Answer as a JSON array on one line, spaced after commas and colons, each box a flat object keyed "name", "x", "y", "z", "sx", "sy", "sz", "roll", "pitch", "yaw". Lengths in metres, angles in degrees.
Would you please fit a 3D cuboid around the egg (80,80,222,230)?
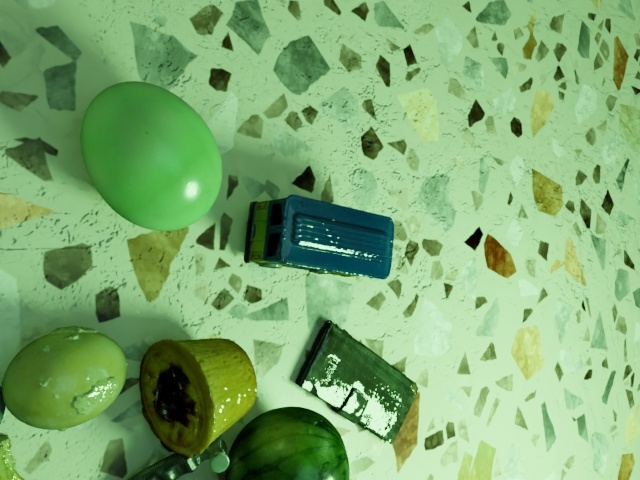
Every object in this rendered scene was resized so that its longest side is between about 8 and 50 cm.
[{"name": "egg", "x": -0.291, "y": -0.145, "z": 1.126, "sx": 0.220, "sy": 0.220, "sz": 0.270, "roll": -39, "pitch": 112, "yaw": -31}]

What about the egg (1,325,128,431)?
[{"name": "egg", "x": -0.415, "y": 0.226, "z": 1.063, "sx": 0.201, "sy": 0.164, "sz": 0.164, "roll": -16, "pitch": 98, "yaw": -46}]

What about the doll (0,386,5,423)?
[{"name": "doll", "x": -0.575, "y": 0.275, "z": 0.933, "sx": 0.195, "sy": 0.153, "sz": 0.258, "roll": 25, "pitch": 32, "yaw": -20}]

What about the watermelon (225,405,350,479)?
[{"name": "watermelon", "x": -0.063, "y": 0.447, "z": 1.263, "sx": 0.242, "sy": 0.242, "sz": 0.242, "roll": 2, "pitch": 87, "yaw": -36}]

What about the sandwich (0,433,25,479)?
[{"name": "sandwich", "x": -0.558, "y": 0.364, "z": 1.014, "sx": 0.162, "sy": 0.058, "sz": 0.193, "roll": -46, "pitch": 112, "yaw": -30}]

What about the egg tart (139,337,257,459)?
[{"name": "egg tart", "x": -0.221, "y": 0.274, "z": 1.183, "sx": 0.171, "sy": 0.215, "sz": 0.215, "roll": -9, "pitch": 94, "yaw": -48}]

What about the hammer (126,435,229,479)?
[{"name": "hammer", "x": -0.279, "y": 0.421, "z": 1.186, "sx": 0.226, "sy": 0.159, "sz": 0.041, "roll": -29, "pitch": 105, "yaw": -14}]

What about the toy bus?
[{"name": "toy bus", "x": 0.000, "y": 0.000, "z": 1.366, "sx": 0.287, "sy": 0.175, "sz": 0.138, "roll": 10, "pitch": 81, "yaw": -36}]

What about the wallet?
[{"name": "wallet", "x": 0.093, "y": 0.334, "z": 1.503, "sx": 0.317, "sy": 0.044, "sz": 0.169, "roll": 40, "pitch": 67, "yaw": -28}]
